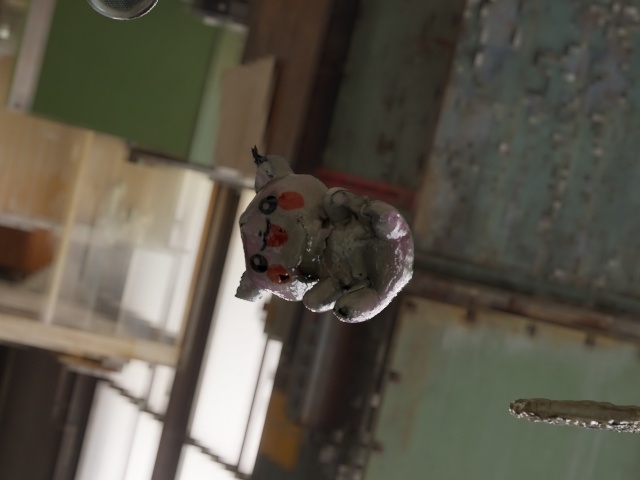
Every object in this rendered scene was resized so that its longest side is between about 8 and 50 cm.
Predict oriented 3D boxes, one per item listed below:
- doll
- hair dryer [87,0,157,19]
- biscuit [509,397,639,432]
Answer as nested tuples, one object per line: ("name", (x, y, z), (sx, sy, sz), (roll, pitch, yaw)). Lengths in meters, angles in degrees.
("doll", (0.000, 0.000, 1.698), (0.192, 0.149, 0.095), (15, -171, 25))
("hair dryer", (-0.226, -0.333, 1.668), (0.073, 0.236, 0.131), (-23, -143, 8))
("biscuit", (0.202, 0.120, 1.200), (0.152, 0.020, 0.152), (6, 174, 1))
